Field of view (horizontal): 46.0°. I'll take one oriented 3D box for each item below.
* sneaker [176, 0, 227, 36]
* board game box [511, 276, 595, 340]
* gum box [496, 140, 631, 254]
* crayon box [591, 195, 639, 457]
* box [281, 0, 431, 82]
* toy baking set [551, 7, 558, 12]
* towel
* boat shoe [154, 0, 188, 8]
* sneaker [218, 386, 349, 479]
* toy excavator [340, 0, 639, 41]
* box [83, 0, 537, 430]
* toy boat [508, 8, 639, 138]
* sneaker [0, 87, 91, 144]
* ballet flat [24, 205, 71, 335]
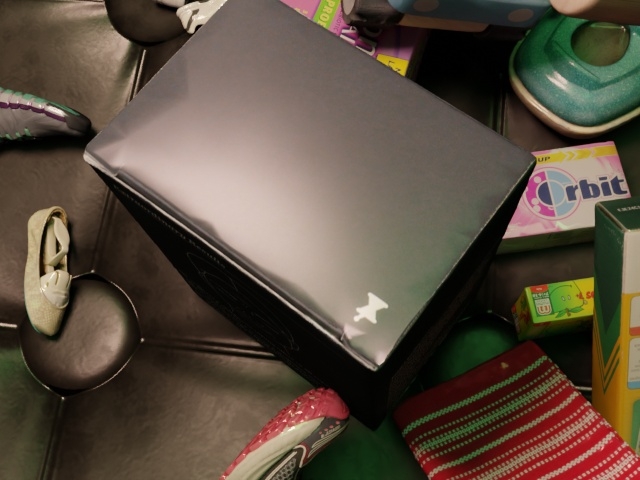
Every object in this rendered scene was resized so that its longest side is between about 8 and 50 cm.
[{"bbox_3d":[-0.147,-0.325,1.076,0.109,0.040,0.043,-22,86,0],"label":"sneaker"},{"bbox_3d":[0.320,0.072,0.864,0.182,0.092,0.043,-9,69,1],"label":"board game box"},{"bbox_3d":[0.284,-0.051,0.927,0.189,0.062,0.107,-8,70,1],"label":"gum box"},{"bbox_3d":[0.396,0.104,0.785,0.203,0.083,0.322,-8,115,1],"label":"crayon box"},{"bbox_3d":[0.016,-0.276,1.000,0.243,0.117,0.213,17,72,9],"label":"box"},{"bbox_3d":[0.308,-0.374,1.008,0.256,0.030,0.197,-41,38,-14],"label":"toy baking set"},{"bbox_3d":[0.215,0.228,0.765,0.199,0.031,0.275,-23,40,-10],"label":"towel"},{"bbox_3d":[-0.184,-0.419,1.097,0.063,0.066,0.184,23,70,-3],"label":"boat shoe"},{"bbox_3d":[-0.053,0.276,0.775,0.112,0.121,0.299,36,110,10],"label":"sneaker"},{"bbox_3d":[0.176,-0.331,0.720,0.223,0.445,0.432,3,75,-12],"label":"toy excavator"},{"bbox_3d":[0.000,0.000,0.753,0.294,0.395,0.212,36,77,15],"label":"box"},{"bbox_3d":[0.413,-0.210,0.931,0.267,0.148,0.318,-43,73,-11],"label":"toy boat"},{"bbox_3d":[-0.416,-0.153,1.020,0.224,0.083,0.098,17,93,15],"label":"sneaker"},{"bbox_3d":[-0.337,0.033,0.940,0.052,0.057,0.168,-23,67,27],"label":"ballet flat"}]
